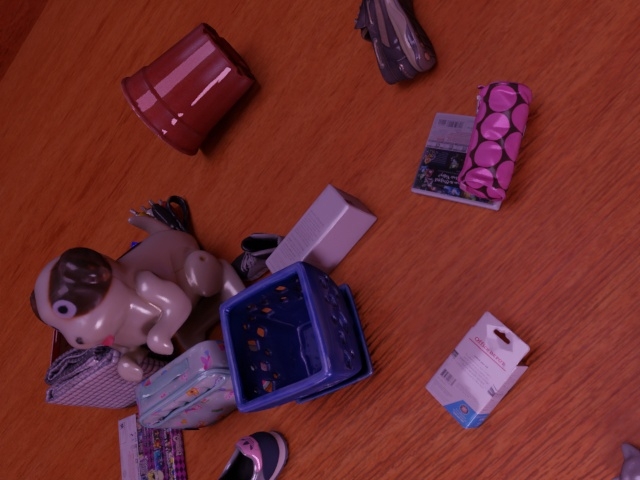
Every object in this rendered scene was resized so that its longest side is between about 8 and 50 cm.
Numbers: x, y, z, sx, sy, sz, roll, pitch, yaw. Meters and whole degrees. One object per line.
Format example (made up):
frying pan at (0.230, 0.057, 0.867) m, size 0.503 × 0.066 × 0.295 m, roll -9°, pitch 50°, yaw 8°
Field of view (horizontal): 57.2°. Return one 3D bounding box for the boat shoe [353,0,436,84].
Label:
boat shoe at (0.132, -0.499, 1.301) m, size 0.130 × 0.132 × 0.355 m, roll -30°, pitch 60°, yaw 28°

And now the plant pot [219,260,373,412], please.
plant pot at (-0.036, 0.203, 1.180) m, size 0.236 × 0.212 × 0.235 m, roll -30°, pitch 61°, yaw 27°

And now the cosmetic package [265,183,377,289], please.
cosmetic package at (0.000, 0.000, 1.272) m, size 0.231 × 0.117 × 0.085 m, roll -50°, pitch 55°, yaw 14°

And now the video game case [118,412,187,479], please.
video game case at (-0.432, 0.549, 1.499) m, size 0.210 × 0.042 × 0.231 m, roll -28°, pitch 62°, yaw 29°

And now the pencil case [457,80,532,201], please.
pencil case at (0.313, -0.181, 1.070) m, size 0.098 × 0.095 × 0.209 m, roll 15°, pitch 84°, yaw 3°

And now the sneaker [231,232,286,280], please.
sneaker at (-0.158, 0.028, 1.375) m, size 0.229 × 0.132 × 0.086 m, roll -22°, pitch 65°, yaw 31°

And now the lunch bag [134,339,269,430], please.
lunch bag at (-0.271, 0.332, 1.318) m, size 0.279 × 0.224 × 0.107 m, roll -38°, pitch 57°, yaw 23°

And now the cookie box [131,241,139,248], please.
cookie box at (-0.452, 0.034, 1.617) m, size 0.092 × 0.107 × 0.040 m, roll 5°, pitch 83°, yaw 39°

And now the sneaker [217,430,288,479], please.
sneaker at (-0.189, 0.553, 1.252) m, size 0.112 × 0.131 × 0.318 m, roll 22°, pitch 91°, yaw 39°

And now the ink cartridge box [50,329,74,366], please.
ink cartridge box at (-0.729, 0.268, 1.713) m, size 0.239 × 0.060 × 0.274 m, roll 135°, pitch 136°, yaw -66°

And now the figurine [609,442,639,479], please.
figurine at (0.528, 0.306, 0.806) m, size 0.210 × 0.092 × 0.214 m, roll 27°, pitch 96°, yaw 47°

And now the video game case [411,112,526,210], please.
video game case at (0.287, -0.160, 1.156) m, size 0.191 × 0.022 × 0.173 m, roll 17°, pitch 88°, yaw 39°

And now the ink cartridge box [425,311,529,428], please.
ink cartridge box at (0.282, 0.225, 1.025) m, size 0.180 × 0.060 × 0.104 m, roll -55°, pitch 51°, yaw 13°

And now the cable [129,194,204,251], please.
cable at (-0.388, -0.021, 1.614) m, size 0.287 × 0.140 × 0.072 m, roll 46°, pitch 139°, yaw 17°

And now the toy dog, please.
toy dog at (-0.418, 0.108, 1.317) m, size 0.285 × 0.408 × 0.395 m, roll -27°, pitch 78°, yaw 35°

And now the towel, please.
towel at (-0.534, 0.331, 1.519) m, size 0.284 × 0.235 × 0.121 m, roll -34°, pitch 53°, yaw 26°

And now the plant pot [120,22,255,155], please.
plant pot at (-0.336, -0.415, 1.572) m, size 0.265 × 0.272 × 0.272 m, roll -38°, pitch 57°, yaw 14°
